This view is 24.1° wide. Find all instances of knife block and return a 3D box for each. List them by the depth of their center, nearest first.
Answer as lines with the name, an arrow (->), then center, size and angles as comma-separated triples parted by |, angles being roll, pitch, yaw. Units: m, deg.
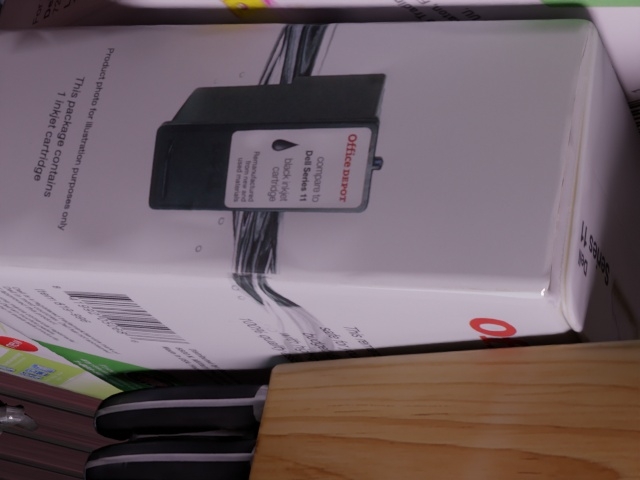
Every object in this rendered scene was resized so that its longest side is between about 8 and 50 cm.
knife block -> 0.037, 0.076, 0.455 | 0.088, 0.275, 0.242 | 27, -160, -42

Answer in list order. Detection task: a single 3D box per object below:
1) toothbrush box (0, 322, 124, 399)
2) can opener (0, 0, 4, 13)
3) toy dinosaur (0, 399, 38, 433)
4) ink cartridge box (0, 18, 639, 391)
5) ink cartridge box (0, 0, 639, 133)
toothbrush box -> -0.131, 0.025, 0.958 | 0.283, 0.122, 0.206 | 20, 159, -18
can opener -> -0.045, -0.049, 0.730 | 0.283, 0.095, 0.076 | 25, 157, -34
toy dinosaur -> -0.274, 0.053, 1.105 | 0.322, 0.164, 0.218 | 29, 148, 14
ink cartridge box -> 0.000, 0.000, 0.489 | 0.208, 0.087, 0.153 | 3, 160, 23
ink cartridge box -> 0.049, -0.095, 0.506 | 0.201, 0.117, 0.278 | 25, 157, -34
